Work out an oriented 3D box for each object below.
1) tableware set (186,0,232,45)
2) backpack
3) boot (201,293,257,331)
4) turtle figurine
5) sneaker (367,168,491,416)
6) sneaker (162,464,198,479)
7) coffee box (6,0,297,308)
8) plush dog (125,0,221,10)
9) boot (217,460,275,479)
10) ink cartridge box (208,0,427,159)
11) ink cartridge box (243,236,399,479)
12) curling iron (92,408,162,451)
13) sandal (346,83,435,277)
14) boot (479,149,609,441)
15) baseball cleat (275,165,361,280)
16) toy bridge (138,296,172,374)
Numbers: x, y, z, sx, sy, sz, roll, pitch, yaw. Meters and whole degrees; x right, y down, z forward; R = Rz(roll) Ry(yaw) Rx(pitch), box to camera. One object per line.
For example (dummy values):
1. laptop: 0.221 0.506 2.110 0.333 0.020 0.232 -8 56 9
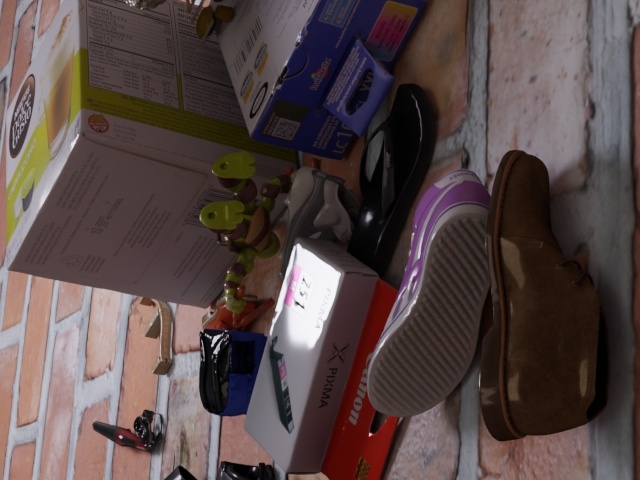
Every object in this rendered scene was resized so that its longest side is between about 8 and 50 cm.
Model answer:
1. tableware set: -0.156 -0.354 1.907 0.104 0.024 0.154 -59 31 28
2. backpack: -0.114 0.187 1.843 0.098 0.101 0.120 -5 79 64
3. boot: -0.131 0.132 1.953 0.158 0.059 0.084 130 139 -57
4. turtle figurine: -0.091 -0.034 1.756 0.087 0.217 0.269 20 72 22
5. sneaker: 0.127 0.054 1.466 0.161 0.102 0.282 -94 24 -61
6. sneaker: -0.202 0.435 1.938 0.118 0.083 0.222 -45 52 5
7. coffee box: -0.269 -0.146 2.010 0.337 0.338 0.334 -50 38 42
8. plush dog: -0.135 -0.426 1.758 0.225 0.211 0.262 15 100 45
9. boot: -0.107 0.406 1.687 0.338 0.118 0.222 -160 83 -71
10. ink cartridge box: -0.010 -0.300 1.781 0.270 0.151 0.395 -61 30 32
11. ink cartridge box: 0.012 0.164 1.617 0.239 0.060 0.275 36 114 55
12. curling iron: -0.335 0.328 2.284 0.274 0.035 0.068 -12 65 60
13. sandal: 0.078 -0.070 1.626 0.097 0.054 0.254 32 108 61
14. boot: 0.225 0.045 1.291 0.115 0.112 0.305 -12 60 28
15. baseball cleat: 0.000 0.000 1.732 0.206 0.109 0.072 91 -155 -42
16. toy bridge: -0.279 0.141 2.259 0.063 0.026 0.188 -56 34 32
